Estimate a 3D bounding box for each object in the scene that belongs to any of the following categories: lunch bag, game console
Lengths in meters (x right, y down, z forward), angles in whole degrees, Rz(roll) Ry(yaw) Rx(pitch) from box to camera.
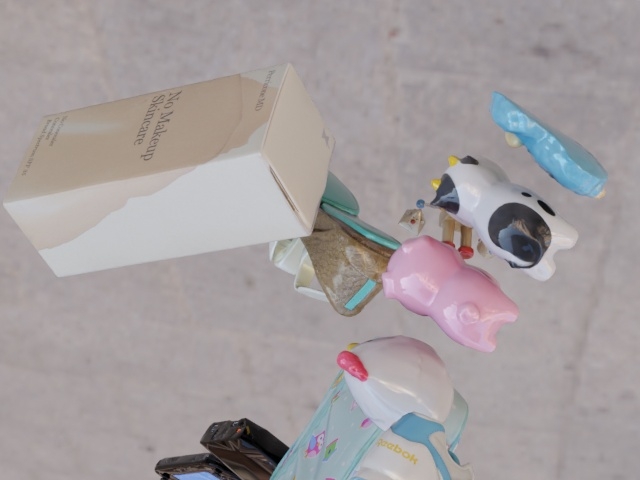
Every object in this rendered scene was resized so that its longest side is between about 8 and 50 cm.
[{"bbox_3d":[0.042,0.259,1.898,0.108,0.279,0.224,35,-177,-20],"label":"lunch bag"},{"bbox_3d":[-0.107,0.337,2.197,0.213,0.044,0.361,43,152,-17],"label":"game console"}]

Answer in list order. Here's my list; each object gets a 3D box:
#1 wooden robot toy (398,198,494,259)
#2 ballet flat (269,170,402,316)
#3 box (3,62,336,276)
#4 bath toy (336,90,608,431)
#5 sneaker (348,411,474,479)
[{"bbox_3d":[0.189,-0.027,1.970,0.173,0.076,0.079,13,141,-14],"label":"wooden robot toy"},{"bbox_3d":[0.000,0.000,1.867,0.116,0.124,0.342,24,-169,-26],"label":"ballet flat"},{"bbox_3d":[-0.154,-0.069,1.640,0.311,0.148,0.121,-11,132,25],"label":"box"},{"bbox_3d":[0.129,0.030,1.569,0.129,0.348,0.151,28,-172,-33],"label":"bath toy"},{"bbox_3d":[0.102,0.239,1.398,0.087,0.092,0.229,23,156,32],"label":"sneaker"}]
